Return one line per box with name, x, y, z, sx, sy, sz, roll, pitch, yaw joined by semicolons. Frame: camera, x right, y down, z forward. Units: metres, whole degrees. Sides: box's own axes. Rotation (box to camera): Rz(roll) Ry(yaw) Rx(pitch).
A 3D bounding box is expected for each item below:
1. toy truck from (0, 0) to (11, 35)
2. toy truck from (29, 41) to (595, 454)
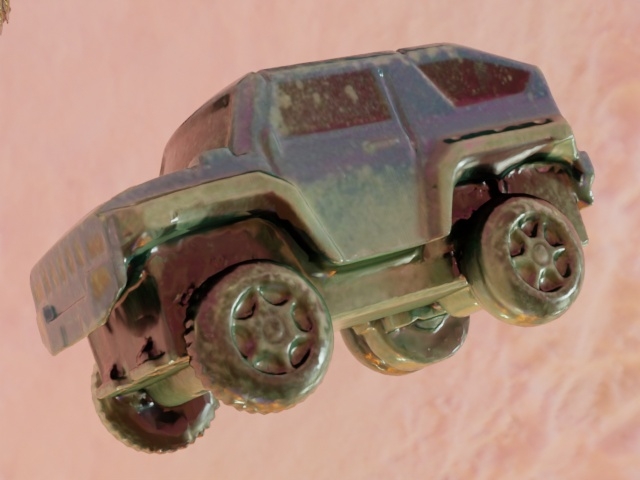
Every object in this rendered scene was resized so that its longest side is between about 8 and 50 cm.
toy truck;-0.350;-0.286;1.211;0.124;0.272;0.157;-2;114;-7
toy truck;0.000;0.000;0.656;0.279;0.156;0.155;-13;170;-31
